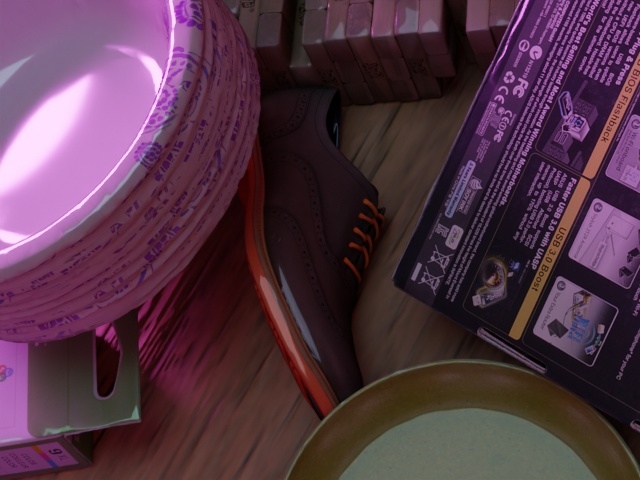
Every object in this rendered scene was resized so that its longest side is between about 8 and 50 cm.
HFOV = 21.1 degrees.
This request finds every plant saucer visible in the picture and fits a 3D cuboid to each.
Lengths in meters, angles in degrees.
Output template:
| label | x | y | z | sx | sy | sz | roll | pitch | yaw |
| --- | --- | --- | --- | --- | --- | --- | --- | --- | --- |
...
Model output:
| label | x | y | z | sx | sy | sz | roll | pitch | yaw |
| --- | --- | --- | --- | --- | --- | --- | --- | --- | --- |
| plant saucer | 0.088 | 0.193 | 1.068 | 0.241 | 0.037 | 0.241 | -4 | 69 | 10 |

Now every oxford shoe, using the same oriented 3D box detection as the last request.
| label | x | y | z | sx | sy | sz | roll | pitch | yaw |
| --- | --- | --- | --- | --- | --- | --- | --- | --- | --- |
| oxford shoe | 0.000 | 0.000 | 1.180 | 0.098 | 0.097 | 0.271 | -16 | 60 | 2 |

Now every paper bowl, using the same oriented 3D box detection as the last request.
| label | x | y | z | sx | sy | sz | roll | pitch | yaw |
| --- | --- | --- | --- | --- | --- | --- | --- | --- | --- |
| paper bowl | -0.169 | -0.066 | 1.159 | 0.284 | 0.148 | 0.284 | -16 | 56 | 24 |

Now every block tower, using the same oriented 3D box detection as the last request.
| label | x | y | z | sx | sy | sz | roll | pitch | yaw |
| --- | --- | --- | --- | --- | --- | --- | --- | --- | --- |
| block tower | 0.097 | -0.162 | 1.232 | 0.336 | 0.097 | 0.091 | -2 | 64 | 16 |

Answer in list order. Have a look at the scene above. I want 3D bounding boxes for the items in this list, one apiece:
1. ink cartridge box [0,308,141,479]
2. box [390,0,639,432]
| label | x | y | z | sx | sy | sz | roll | pitch | yaw |
| --- | --- | --- | --- | --- | --- | --- | --- | --- | --- |
| ink cartridge box | -0.215 | 0.106 | 1.211 | 0.209 | 0.062 | 0.109 | -11 | 60 | 12 |
| box | 0.258 | -0.074 | 1.037 | 0.318 | 0.097 | 0.394 | 30 | 103 | 31 |
